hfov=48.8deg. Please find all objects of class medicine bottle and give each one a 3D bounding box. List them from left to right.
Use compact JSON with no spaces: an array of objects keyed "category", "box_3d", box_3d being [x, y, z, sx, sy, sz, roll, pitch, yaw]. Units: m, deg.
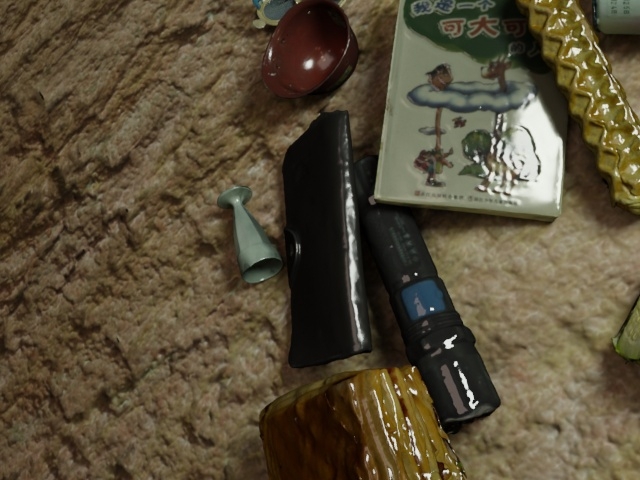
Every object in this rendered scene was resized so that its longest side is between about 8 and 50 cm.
[{"category":"medicine bottle","box_3d":[0.456,-0.335,0.921,0.168,0.135,0.135,12,82,30]}]

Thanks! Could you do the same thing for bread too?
[{"category":"bread","box_3d":[0.059,0.306,0.905,0.324,0.166,0.278,-44,55,52]},{"category":"bread","box_3d":[0.357,-0.204,0.936,0.084,0.077,0.368,-20,78,-11]}]

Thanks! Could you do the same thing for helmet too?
[{"category":"helmet","box_3d":[-0.004,-0.299,1.171,0.175,0.106,0.155,-48,61,13]}]

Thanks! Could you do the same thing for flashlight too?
[{"category":"flashlight","box_3d":[0.129,0.060,1.009,0.103,0.103,0.424,-30,63,18]}]

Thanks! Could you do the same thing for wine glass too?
[{"category":"wine glass","box_3d":[-0.118,-0.013,1.177,0.073,0.073,0.155,-31,61,17]}]

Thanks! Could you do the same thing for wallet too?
[{"category":"wallet","box_3d":[0.000,0.000,1.072,0.197,0.051,0.378,-28,61,55]}]

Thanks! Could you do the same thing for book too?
[{"category":"book","box_3d":[0.227,-0.221,1.017,0.260,0.043,0.371,6,80,8]}]

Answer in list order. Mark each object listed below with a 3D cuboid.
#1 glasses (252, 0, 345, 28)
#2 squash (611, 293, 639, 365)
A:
[{"category":"glasses","box_3d":[-0.056,-0.489,1.212,0.189,0.221,0.088,3,39,30]},{"category":"squash","box_3d":[0.480,0.138,0.786,0.287,0.137,0.137,32,92,29]}]
